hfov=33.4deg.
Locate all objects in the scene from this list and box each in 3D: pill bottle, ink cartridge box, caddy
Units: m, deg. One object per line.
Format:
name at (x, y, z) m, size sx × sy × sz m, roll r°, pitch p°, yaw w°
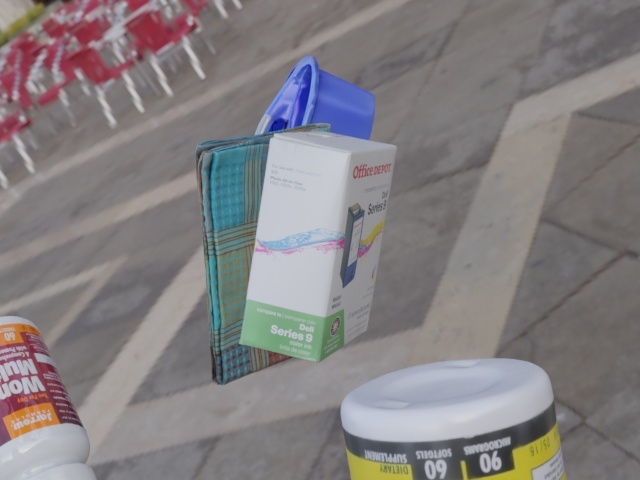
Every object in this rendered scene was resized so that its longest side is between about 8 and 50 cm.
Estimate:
pill bottle at (-0.318, 0.200, 1.130) m, size 0.121 × 0.121 × 0.221 m, roll -34°, pitch 63°, yaw 2°
ink cartridge box at (0.000, 0.000, 1.087) m, size 0.093 × 0.212 × 0.154 m, roll 11°, pitch 10°, yaw 19°
pill bottle at (0.085, 0.180, 0.600) m, size 0.119 × 0.208 × 0.119 m, roll -10°, pitch 5°, yaw 1°
caddy at (-0.038, -0.166, 1.965) m, size 0.241 × 0.179 × 0.341 m, roll -164°, pitch 90°, yaw -73°

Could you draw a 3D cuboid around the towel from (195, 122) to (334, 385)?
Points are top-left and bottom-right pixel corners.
towel at (-0.071, 0.015, 1.644) m, size 0.040 × 0.370 × 0.271 m, roll 12°, pitch 20°, yaw 43°
